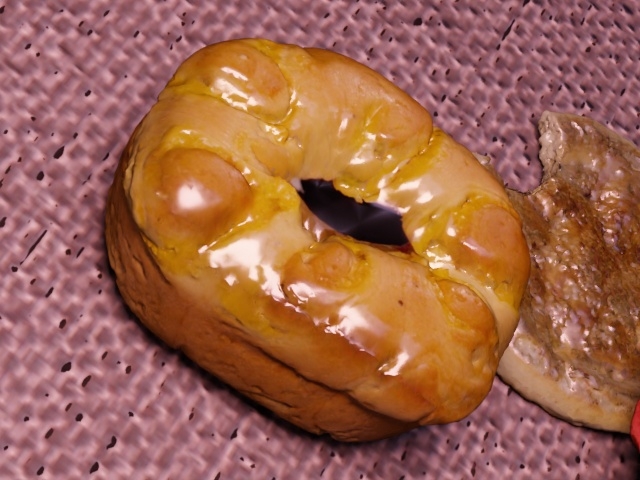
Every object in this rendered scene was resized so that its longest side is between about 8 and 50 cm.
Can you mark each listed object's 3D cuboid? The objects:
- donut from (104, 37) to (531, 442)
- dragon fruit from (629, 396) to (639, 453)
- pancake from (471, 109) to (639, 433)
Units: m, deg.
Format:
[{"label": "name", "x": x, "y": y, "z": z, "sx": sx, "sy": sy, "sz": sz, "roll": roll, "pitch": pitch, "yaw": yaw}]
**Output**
[{"label": "donut", "x": 0.000, "y": 0.000, "z": 1.043, "sx": 0.261, "sy": 0.128, "sz": 0.208, "roll": 39, "pitch": 50, "yaw": -9}, {"label": "dragon fruit", "x": 0.291, "y": 0.160, "z": 1.125, "sx": 0.317, "sy": 0.152, "sz": 0.205, "roll": -66, "pitch": 144, "yaw": -42}, {"label": "pancake", "x": 0.192, "y": 0.022, "z": 1.209, "sx": 0.253, "sy": 0.037, "sz": 0.254, "roll": 15, "pitch": 58, "yaw": -25}]
